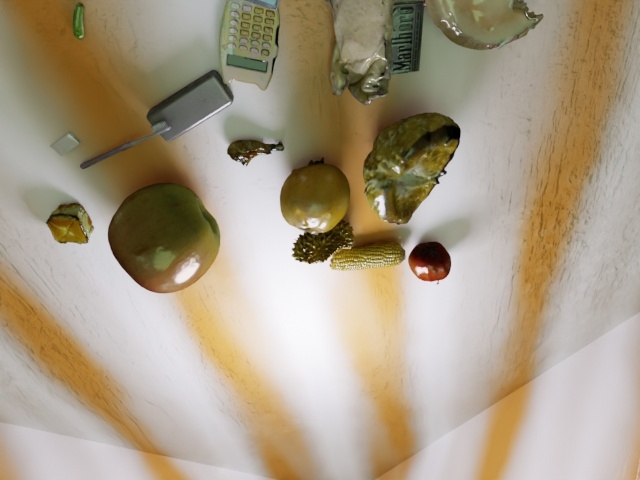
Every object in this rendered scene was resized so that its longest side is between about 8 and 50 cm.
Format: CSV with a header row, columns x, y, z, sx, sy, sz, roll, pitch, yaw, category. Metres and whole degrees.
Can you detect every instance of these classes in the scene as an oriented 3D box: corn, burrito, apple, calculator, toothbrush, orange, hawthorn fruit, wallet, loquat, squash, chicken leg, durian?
x,y,z,sx,sy,sz,roll,pitch,yaw,category
0.177,0.061,1.582,0.293,0.106,0.106,-5,128,1,corn
0.113,-0.532,1.073,0.190,0.135,0.331,18,138,25,burrito
-0.479,-0.015,1.319,0.305,0.338,0.338,-41,123,0,apple
-0.191,-0.535,1.115,0.157,0.033,0.236,8,124,-11,calculator
-0.590,-0.283,1.233,0.354,0.024,0.029,-17,123,21,toothbrush
0.250,-0.237,1.270,0.271,0.210,0.368,-16,144,-45,orange
0.428,0.098,1.597,0.157,0.157,0.194,-23,124,11,hawthorn fruit
-0.774,-0.291,1.254,0.083,0.011,0.044,-26,126,13,wallet
-0.018,-0.144,1.326,0.244,0.244,0.243,-3,128,-4,loquat
-0.617,-0.558,1.055,0.027,0.027,0.089,11,124,-15,squash
-0.202,-0.278,1.298,0.178,0.070,0.093,-12,135,-9,chicken leg
0.005,-0.007,1.450,0.250,0.183,0.138,-32,142,-40,durian

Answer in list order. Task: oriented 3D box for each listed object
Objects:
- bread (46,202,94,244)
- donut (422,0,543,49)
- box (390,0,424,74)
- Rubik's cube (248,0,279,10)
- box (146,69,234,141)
x,y,z,sx,sy,sz,roll,pitch,yaw,category
-0.847,-0.054,1.394,0.128,0.069,0.140,-3,132,-3,bread
0.393,-0.662,1.002,0.307,0.150,0.371,-11,128,3,donut
0.220,-0.554,1.140,0.115,0.036,0.177,-5,128,0,box
-0.166,-0.660,0.909,0.205,0.207,0.205,11,124,-15,Rubik's cube
-0.376,-0.386,1.195,0.244,0.055,0.103,-25,127,14,box
